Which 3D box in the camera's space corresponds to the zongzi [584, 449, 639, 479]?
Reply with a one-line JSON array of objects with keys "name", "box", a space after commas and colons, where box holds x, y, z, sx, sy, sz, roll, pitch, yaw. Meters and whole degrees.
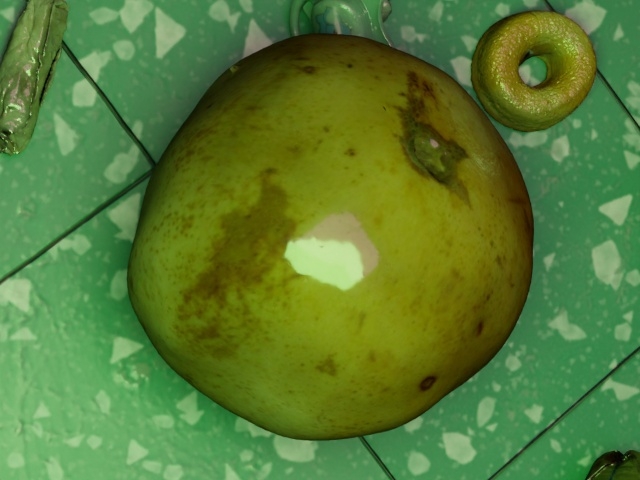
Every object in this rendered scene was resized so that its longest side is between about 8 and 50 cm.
[{"name": "zongzi", "box": [0.260, 0.395, 1.729, 0.300, 0.138, 0.286, -21, 54, 21]}]

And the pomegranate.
[{"name": "pomegranate", "box": [0.000, 0.000, 1.580, 0.416, 0.416, 0.417, 2, 81, -16]}]

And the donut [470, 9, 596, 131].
[{"name": "donut", "box": [0.250, -0.201, 1.837, 0.152, 0.058, 0.152, 2, 83, -14]}]

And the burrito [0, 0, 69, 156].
[{"name": "burrito", "box": [-0.310, -0.174, 1.679, 0.058, 0.045, 0.188, 15, 79, 12]}]

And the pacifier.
[{"name": "pacifier", "box": [0.035, -0.243, 1.772, 0.116, 0.126, 0.150, -39, 114, -53]}]
